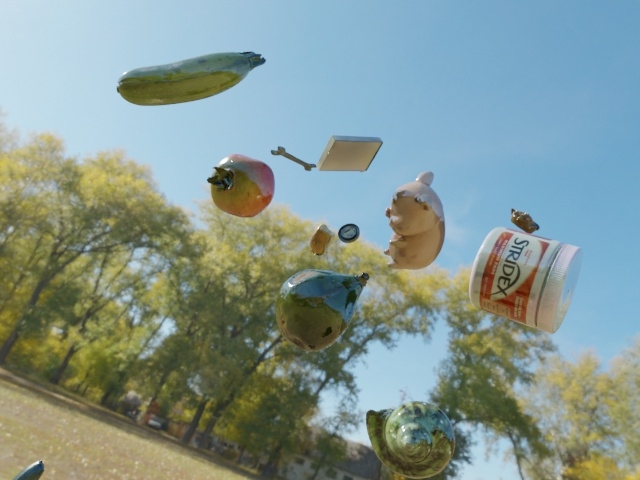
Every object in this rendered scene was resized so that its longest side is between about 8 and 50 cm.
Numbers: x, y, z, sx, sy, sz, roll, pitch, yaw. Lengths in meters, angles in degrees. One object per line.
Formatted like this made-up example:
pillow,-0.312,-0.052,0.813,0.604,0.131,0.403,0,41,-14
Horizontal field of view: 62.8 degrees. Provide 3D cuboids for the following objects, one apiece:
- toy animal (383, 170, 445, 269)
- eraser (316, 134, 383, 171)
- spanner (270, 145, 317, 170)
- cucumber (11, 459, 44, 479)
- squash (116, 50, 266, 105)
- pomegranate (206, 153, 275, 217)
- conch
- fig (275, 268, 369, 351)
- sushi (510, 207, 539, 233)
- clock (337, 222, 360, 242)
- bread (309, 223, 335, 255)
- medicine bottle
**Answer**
toy animal,0.246,-0.037,1.362,0.154,0.166,0.250,-6,-54,-5
eraser,0.073,-0.216,1.315,0.150,0.023,0.104,-4,-38,-32
spanner,-0.090,-0.286,1.850,0.054,0.015,0.254,-16,-16,27
cucumber,-0.695,0.567,1.235,0.048,0.105,0.048,34,-28,21
squash,-0.262,-0.350,1.129,0.094,0.341,0.094,46,-33,42
pomegranate,-0.271,-0.183,1.745,0.221,0.221,0.256,7,-3,30
conch,0.168,0.389,1.032,0.187,0.124,0.181,10,-41,18
fig,0.012,0.156,1.262,0.245,0.195,0.195,-21,-19,-13
sushi,0.703,-0.071,1.809,0.118,0.061,0.060,34,-52,20
clock,0.106,-0.027,1.948,0.085,0.085,0.017,10,-33,26
bread,0.000,0.000,1.802,0.072,0.053,0.106,45,-51,21
medicine bottle,0.581,0.107,1.489,0.241,0.252,0.252,18,-21,33
